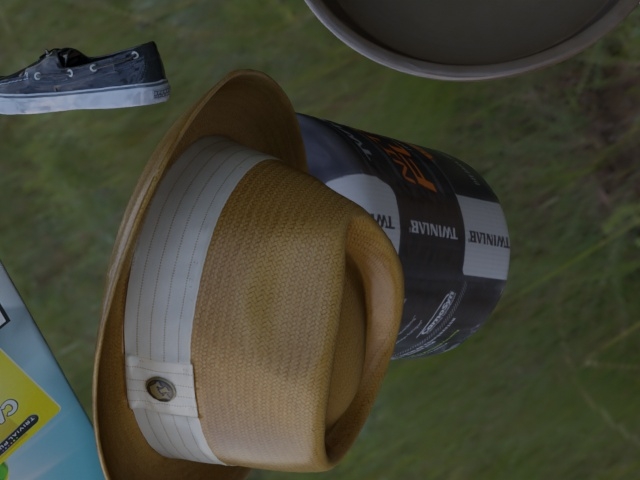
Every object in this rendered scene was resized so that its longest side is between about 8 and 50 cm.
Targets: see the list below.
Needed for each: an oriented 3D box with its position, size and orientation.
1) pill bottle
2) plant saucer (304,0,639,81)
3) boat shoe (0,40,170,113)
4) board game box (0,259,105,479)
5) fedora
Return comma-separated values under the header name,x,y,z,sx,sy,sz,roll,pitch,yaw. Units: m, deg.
name,x,y,z,sx,sy,sz,roll,pitch,yaw
pill bottle,0.000,0.000,0.901,0.130,0.246,0.130,-2,85,29
plant saucer,0.110,-0.231,1.165,0.278,0.278,0.041,49,173,22
boat shoe,-0.163,-0.108,1.082,0.142,0.049,0.040,-1,105,23
board game box,-0.219,0.155,0.774,0.079,0.254,0.336,38,159,36
fedora,-0.017,0.031,0.652,0.079,0.194,0.194,12,130,21
